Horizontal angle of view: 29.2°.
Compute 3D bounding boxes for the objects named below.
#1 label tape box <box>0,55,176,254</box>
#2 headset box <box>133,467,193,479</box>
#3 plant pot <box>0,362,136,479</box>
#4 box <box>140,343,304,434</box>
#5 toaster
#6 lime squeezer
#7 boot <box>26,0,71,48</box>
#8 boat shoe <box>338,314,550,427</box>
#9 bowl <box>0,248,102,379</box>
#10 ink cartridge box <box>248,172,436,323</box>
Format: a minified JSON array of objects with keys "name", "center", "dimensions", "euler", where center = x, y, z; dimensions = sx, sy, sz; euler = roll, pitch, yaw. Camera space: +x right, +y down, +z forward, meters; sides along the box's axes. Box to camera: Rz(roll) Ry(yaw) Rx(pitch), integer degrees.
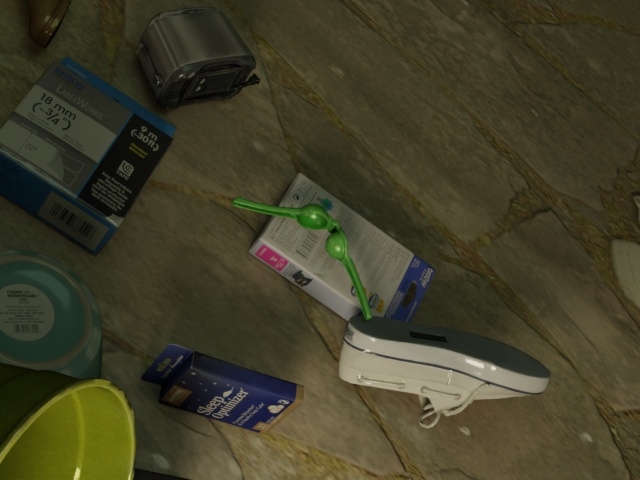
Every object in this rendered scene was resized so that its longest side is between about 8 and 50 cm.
[{"name":"label tape box","center":[-0.384,-0.174,2.043],"dimensions":[0.241,0.106,0.333],"euler":[33,49,-10]},{"name":"headset box","center":[-0.332,0.419,1.616],"dimensions":[0.283,0.131,0.246],"euler":[12,52,2]},{"name":"plant pot","center":[-0.462,0.282,1.431],"dimensions":[0.353,0.366,0.366],"euler":[17,45,20]},{"name":"box","center":[-0.155,0.232,1.895],"dimensions":[0.225,0.136,0.036],"euler":[21,52,-19]},{"name":"toaster","center":[-0.224,-0.337,2.237],"dimensions":[0.227,0.129,0.146],"euler":[-16,68,-37]},{"name":"lime squeezer","center":[0.000,0.000,2.113],"dimensions":[0.310,0.059,0.110],"euler":[42,40,6]},{"name":"boot","center":[-0.566,-0.466,2.142],"dimensions":[0.270,0.089,0.236],"euler":[24,40,-17]},{"name":"boat shoe","center":[0.205,0.244,2.111],"dimensions":[0.367,0.156,0.136],"euler":[11,20,-12]},{"name":"bowl","center":[-0.438,0.137,1.765],"dimensions":[0.312,0.163,0.311],"euler":[16,53,-23]},{"name":"ink cartridge box","center":[0.042,0.036,2.199],"dimensions":[0.311,0.065,0.185],"euler":[34,49,-5]}]
